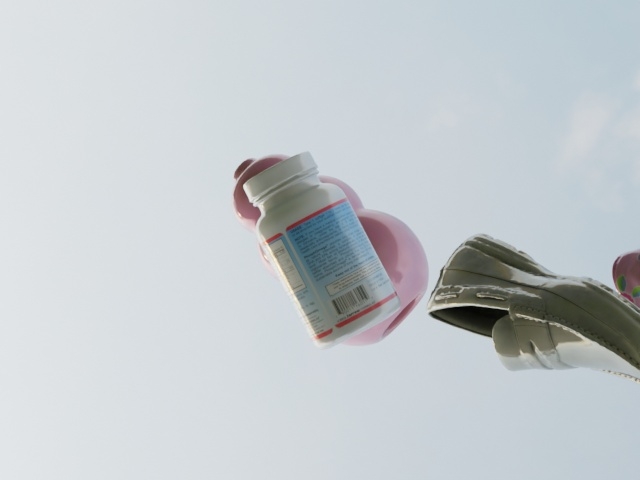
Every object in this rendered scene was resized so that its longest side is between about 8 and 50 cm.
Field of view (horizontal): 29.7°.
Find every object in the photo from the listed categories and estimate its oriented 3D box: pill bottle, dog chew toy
[{"bbox_3d":[-0.002,0.008,1.049,0.087,0.087,0.160,-28,-91,18],"label":"pill bottle"},{"bbox_3d":[0.000,0.000,1.783,0.332,0.206,0.206,43,-89,11],"label":"dog chew toy"}]

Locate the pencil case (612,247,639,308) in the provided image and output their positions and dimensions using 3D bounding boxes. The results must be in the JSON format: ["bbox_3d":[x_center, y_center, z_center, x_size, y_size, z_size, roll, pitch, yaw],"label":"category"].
[{"bbox_3d":[0.497,0.038,1.459,0.284,0.124,0.124,-20,-129,42],"label":"pencil case"}]

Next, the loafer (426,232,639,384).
[{"bbox_3d":[0.225,0.088,1.193,0.111,0.112,0.319,-50,-148,-9],"label":"loafer"}]
